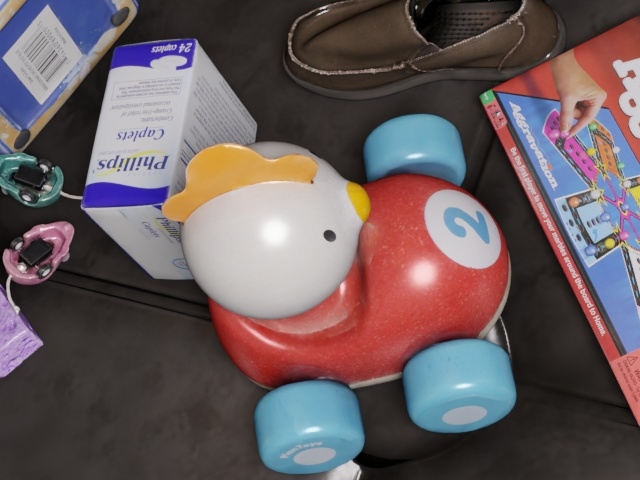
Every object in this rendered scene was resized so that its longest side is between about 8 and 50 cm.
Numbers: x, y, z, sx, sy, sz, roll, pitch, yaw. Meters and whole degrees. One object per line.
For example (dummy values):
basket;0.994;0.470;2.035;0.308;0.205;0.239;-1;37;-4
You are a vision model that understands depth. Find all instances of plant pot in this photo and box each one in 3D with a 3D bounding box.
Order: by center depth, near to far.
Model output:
plant pot;-0.293;-0.208;1.168;0.212;0.236;0.236;35;80;18

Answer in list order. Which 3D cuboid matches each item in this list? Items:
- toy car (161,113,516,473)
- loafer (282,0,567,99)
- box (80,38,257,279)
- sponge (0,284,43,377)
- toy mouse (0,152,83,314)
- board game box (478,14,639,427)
toy car;0.000;0.000;0.935;0.210;0.238;0.219;-17;60;14
loafer;0.069;-0.162;1.084;0.220;0.078;0.080;-5;63;20
box;-0.109;-0.057;1.076;0.072;0.126;0.137;-2;63;20
sponge;-0.321;0.048;1.168;0.117;0.031;0.210;-41;56;-2
toy mouse;-0.235;-0.015;1.156;0.143;0.031;0.161;-18;63;-19
board game box;0.224;-0.021;0.979;0.145;0.027;0.281;-26;57;7
